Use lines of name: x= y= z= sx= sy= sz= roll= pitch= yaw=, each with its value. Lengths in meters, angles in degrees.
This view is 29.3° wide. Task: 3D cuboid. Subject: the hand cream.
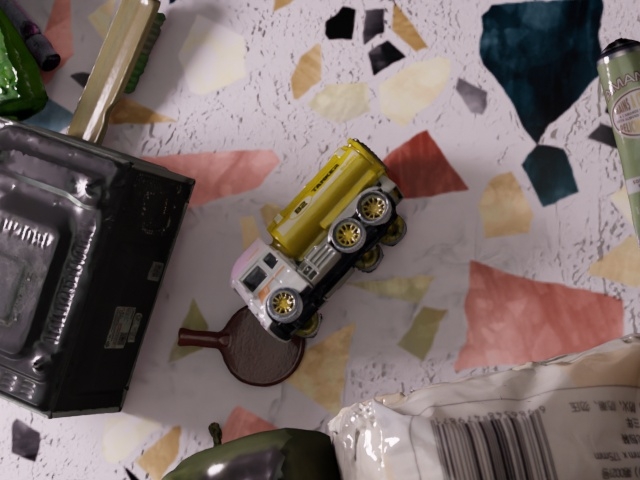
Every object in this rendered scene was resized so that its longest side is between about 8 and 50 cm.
hand cream: x=0.350 y=-0.107 z=1.299 sx=0.086 sy=0.055 sz=0.235 roll=-17 pitch=82 yaw=17

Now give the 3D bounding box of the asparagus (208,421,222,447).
asparagus: x=-0.111 y=0.269 z=1.388 sx=0.015 sy=0.018 sz=0.127 roll=-6 pitch=75 yaw=-19

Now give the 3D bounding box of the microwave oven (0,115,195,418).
microwave oven: x=-0.310 y=0.028 z=1.397 sx=0.237 sy=0.181 sz=0.295 roll=19 pitch=92 yaw=21

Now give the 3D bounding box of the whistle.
whistle: x=-0.393 y=-0.285 z=1.580 sx=0.033 sy=0.033 sz=0.176 roll=-43 pitch=71 yaw=6

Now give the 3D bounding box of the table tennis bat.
table tennis bat: x=-0.092 y=0.117 z=1.412 sx=0.155 sy=0.019 sz=0.098 roll=3 pitch=80 yaw=16

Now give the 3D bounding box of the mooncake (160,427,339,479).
mooncake: x=-0.035 y=0.365 z=1.181 sx=0.187 sy=0.351 sz=0.351 roll=-27 pitch=72 yaw=22

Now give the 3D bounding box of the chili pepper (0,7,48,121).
chili pepper: x=-0.511 y=-0.273 z=1.554 sx=0.385 sy=0.167 sz=0.213 roll=48 pitch=111 yaw=8

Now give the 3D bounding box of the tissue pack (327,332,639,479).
tissue pack: x=0.216 y=0.281 z=1.145 sx=0.376 sy=0.195 sz=0.390 roll=-4 pitch=67 yaw=-13

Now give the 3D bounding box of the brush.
brush: x=-0.268 y=-0.172 z=1.513 sx=0.054 sy=0.048 sz=0.282 roll=27 pitch=96 yaw=23

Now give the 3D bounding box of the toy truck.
toy truck: x=0.000 y=0.000 z=1.359 sx=0.114 sy=0.098 sz=0.227 roll=41 pitch=88 yaw=23
